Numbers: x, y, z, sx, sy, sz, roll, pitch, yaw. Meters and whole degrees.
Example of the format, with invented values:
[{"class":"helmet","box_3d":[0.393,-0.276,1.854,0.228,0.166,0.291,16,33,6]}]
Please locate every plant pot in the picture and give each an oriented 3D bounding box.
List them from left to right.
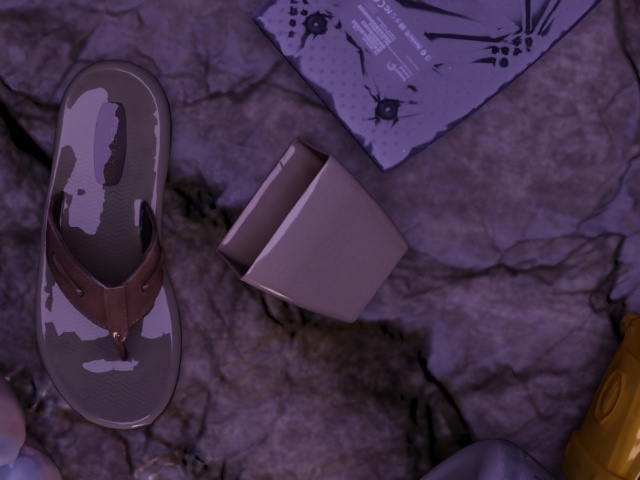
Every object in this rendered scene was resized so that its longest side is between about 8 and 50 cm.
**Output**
[{"class":"plant pot","box_3d":[0.000,0.000,1.052,0.096,0.109,0.109,35,91,-17]}]

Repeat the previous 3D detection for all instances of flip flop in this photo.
[{"class":"flip flop","box_3d":[-0.156,0.004,1.049,0.112,0.080,0.277,3,93,-4]}]

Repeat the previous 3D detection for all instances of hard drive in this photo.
[{"class":"hard drive","box_3d":[0.094,-0.190,1.060,0.255,0.054,0.172,-41,93,4]}]

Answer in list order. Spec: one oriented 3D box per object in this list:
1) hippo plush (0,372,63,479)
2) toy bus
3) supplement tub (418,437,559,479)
[{"class":"hippo plush","box_3d":[-0.338,0.226,1.019,0.237,0.234,0.294,0,77,26]},{"class":"toy bus","box_3d":[0.315,0.125,1.049,0.220,0.149,0.211,17,96,-6]},{"class":"supplement tub","box_3d":[0.186,0.322,1.030,0.338,0.207,0.207,42,90,-6]}]
